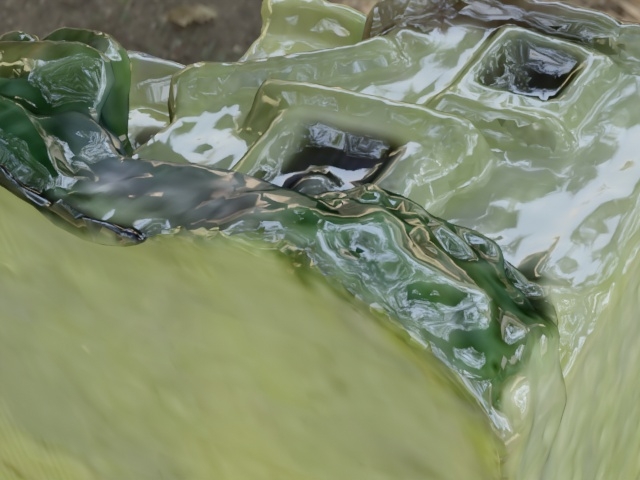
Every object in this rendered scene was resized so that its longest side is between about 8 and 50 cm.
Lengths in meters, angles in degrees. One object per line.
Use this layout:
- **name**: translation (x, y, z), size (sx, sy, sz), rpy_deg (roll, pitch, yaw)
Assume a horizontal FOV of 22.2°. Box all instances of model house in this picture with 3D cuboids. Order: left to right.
- **model house**: translation (0.000, 0.000, 0.591), size (0.321, 0.261, 0.266), rpy_deg (18, 47, 28)
